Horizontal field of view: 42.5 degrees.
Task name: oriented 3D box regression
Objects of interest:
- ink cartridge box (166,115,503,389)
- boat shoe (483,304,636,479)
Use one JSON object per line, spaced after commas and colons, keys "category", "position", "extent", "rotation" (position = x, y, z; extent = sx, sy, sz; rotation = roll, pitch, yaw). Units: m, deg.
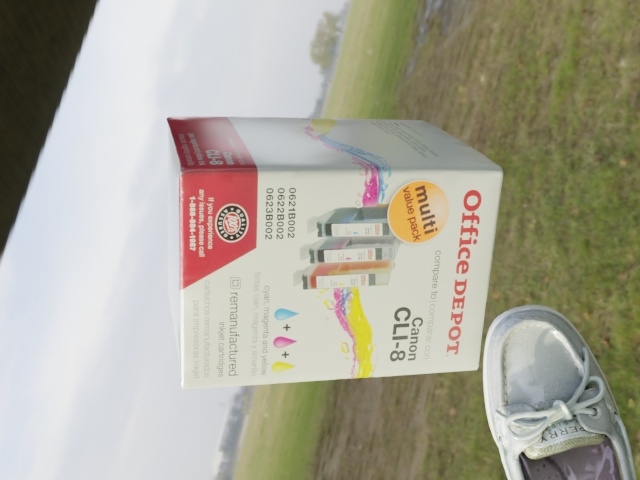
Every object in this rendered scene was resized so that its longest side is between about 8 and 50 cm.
{"category": "ink cartridge box", "position": [0.000, 0.000, 0.493], "extent": [0.127, 0.176, 0.128], "rotation": [-124, 35, -66]}
{"category": "boat shoe", "position": [0.223, 0.212, 0.720], "extent": [0.103, 0.118, 0.320], "rotation": [64, -164, -81]}
